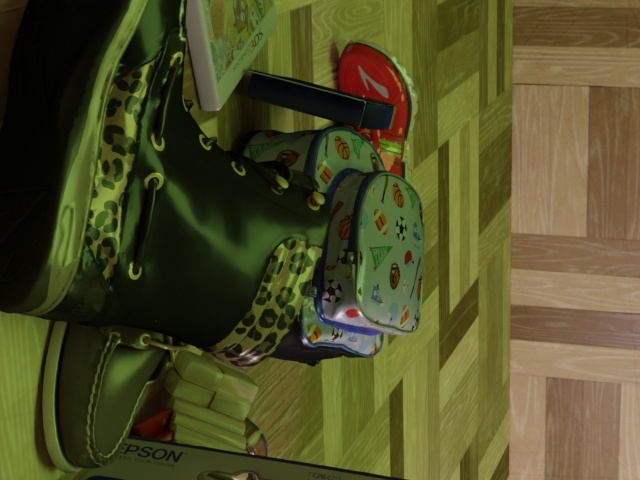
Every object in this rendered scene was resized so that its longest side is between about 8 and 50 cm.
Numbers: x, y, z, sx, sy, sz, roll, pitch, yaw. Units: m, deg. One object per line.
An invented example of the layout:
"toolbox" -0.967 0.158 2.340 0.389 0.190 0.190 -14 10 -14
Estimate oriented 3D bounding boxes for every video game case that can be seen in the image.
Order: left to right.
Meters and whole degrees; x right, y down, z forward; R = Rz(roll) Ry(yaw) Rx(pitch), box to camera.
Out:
"video game case" -0.101 -0.286 1.600 0.206 0.026 0.227 -63 151 -51

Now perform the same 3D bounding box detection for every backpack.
"backpack" 0.000 0.000 1.706 0.276 0.213 0.263 25 59 -68

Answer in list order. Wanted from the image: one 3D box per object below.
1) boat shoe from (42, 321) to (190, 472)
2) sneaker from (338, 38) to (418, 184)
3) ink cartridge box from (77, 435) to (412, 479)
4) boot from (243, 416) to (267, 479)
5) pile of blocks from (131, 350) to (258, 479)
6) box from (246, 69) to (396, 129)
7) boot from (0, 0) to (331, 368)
"boat shoe" -0.164 0.057 1.357 0.116 0.097 0.324 65 33 -56
"sneaker" 0.068 -0.134 2.039 0.118 0.107 0.279 -45 134 -51
"ink cartridge box" -0.102 0.294 1.261 0.307 0.303 0.072 -53 146 -58
"boot" -0.108 0.293 1.657 0.106 0.082 0.219 -45 144 -32
"pile of blocks" -0.146 0.254 1.459 0.149 0.112 0.362 -47 -151 36
"box" 0.000 -0.161 1.727 0.225 0.136 0.036 -9 114 -77
"boot" -0.116 -0.087 1.252 0.284 0.138 0.377 26 71 -43
